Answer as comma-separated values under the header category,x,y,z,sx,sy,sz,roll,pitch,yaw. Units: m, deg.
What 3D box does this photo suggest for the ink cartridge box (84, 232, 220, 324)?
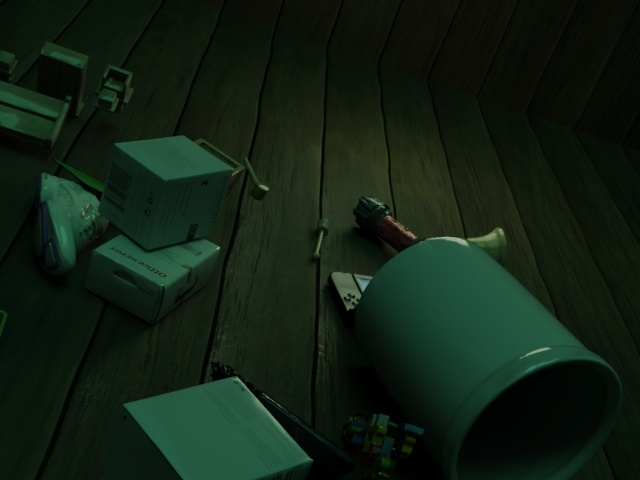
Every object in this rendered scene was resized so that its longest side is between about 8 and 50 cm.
category,x,y,z,sx,sy,sz,roll,pitch,yaw
ink cartridge box,-0.313,0.050,1.817,0.159,0.092,0.218,26,25,13

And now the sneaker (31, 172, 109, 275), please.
category,x,y,z,sx,sy,sz,roll,pitch,yaw
sneaker,-0.468,-0.037,1.839,0.152,0.114,0.305,9,30,-22

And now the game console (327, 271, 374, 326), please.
category,x,y,z,sx,sy,sz,roll,pitch,yaw
game console,0.198,0.101,2.003,0.293,0.173,0.250,10,30,-23

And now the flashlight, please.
category,x,y,z,sx,sy,sz,roll,pitch,yaw
flashlight,0.192,-0.010,2.246,0.103,0.103,0.304,6,25,-44

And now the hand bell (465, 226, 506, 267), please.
category,x,y,z,sx,sy,sz,roll,pitch,yaw
hand bell,0.314,0.026,2.335,0.242,0.126,0.126,2,30,-8

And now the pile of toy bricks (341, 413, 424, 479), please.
category,x,y,z,sx,sy,sz,roll,pitch,yaw
pile of toy bricks,0.093,0.345,1.557,0.118,0.105,0.212,20,-15,-9

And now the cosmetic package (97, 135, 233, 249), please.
category,x,y,z,sx,sy,sz,roll,pitch,yaw
cosmetic package,-0.293,-0.095,1.833,0.151,0.151,0.184,34,29,28

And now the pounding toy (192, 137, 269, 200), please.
category,x,y,z,sx,sy,sz,roll,pitch,yaw
pounding toy,-0.226,-0.137,2.233,0.206,0.094,0.181,34,23,4

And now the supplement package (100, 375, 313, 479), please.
category,x,y,z,sx,sy,sz,roll,pitch,yaw
supplement package,-0.163,0.324,1.364,0.203,0.149,0.194,-8,38,-43

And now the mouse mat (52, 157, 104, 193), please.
category,x,y,z,sx,sy,sz,roll,pitch,yaw
mouse mat,-0.461,-0.113,1.997,0.153,0.007,0.190,29,2,-42

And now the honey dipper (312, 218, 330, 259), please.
category,x,y,z,sx,sy,sz,roll,pitch,yaw
honey dipper,0.000,0.000,2.204,0.030,0.030,0.160,19,29,-5

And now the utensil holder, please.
category,x,y,z,sx,sy,sz,roll,pitch,yaw
utensil holder,0.275,0.218,1.689,0.328,0.327,0.385,5,29,-29

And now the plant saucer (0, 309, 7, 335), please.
category,x,y,z,sx,sy,sz,roll,pitch,yaw
plant saucer,-0.591,0.158,1.473,0.188,0.045,0.188,14,28,-14

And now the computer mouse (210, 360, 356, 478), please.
category,x,y,z,sx,sy,sz,roll,pitch,yaw
computer mouse,-0.069,0.300,1.533,0.272,0.072,0.188,34,-9,12

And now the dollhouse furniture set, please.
category,x,y,z,sx,sy,sz,roll,pitch,yaw
dollhouse furniture set,-0.627,-0.257,2.199,0.303,0.174,0.355,18,51,-7
